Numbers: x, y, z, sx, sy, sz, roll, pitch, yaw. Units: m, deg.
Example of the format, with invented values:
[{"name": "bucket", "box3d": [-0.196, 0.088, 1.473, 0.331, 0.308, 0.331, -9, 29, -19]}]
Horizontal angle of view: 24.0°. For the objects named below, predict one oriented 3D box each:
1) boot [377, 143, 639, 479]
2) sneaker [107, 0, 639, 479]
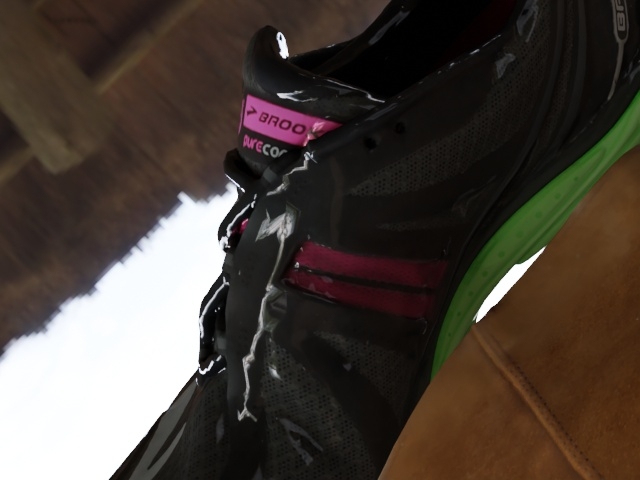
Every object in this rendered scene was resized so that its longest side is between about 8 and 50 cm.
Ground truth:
[{"name": "boot", "box3d": [0.128, 0.033, 0.299, 0.264, 0.096, 0.280, -60, 18, 10]}, {"name": "sneaker", "box3d": [0.000, 0.000, 0.800, 0.185, 0.202, 0.483, 15, 68, 54]}]
